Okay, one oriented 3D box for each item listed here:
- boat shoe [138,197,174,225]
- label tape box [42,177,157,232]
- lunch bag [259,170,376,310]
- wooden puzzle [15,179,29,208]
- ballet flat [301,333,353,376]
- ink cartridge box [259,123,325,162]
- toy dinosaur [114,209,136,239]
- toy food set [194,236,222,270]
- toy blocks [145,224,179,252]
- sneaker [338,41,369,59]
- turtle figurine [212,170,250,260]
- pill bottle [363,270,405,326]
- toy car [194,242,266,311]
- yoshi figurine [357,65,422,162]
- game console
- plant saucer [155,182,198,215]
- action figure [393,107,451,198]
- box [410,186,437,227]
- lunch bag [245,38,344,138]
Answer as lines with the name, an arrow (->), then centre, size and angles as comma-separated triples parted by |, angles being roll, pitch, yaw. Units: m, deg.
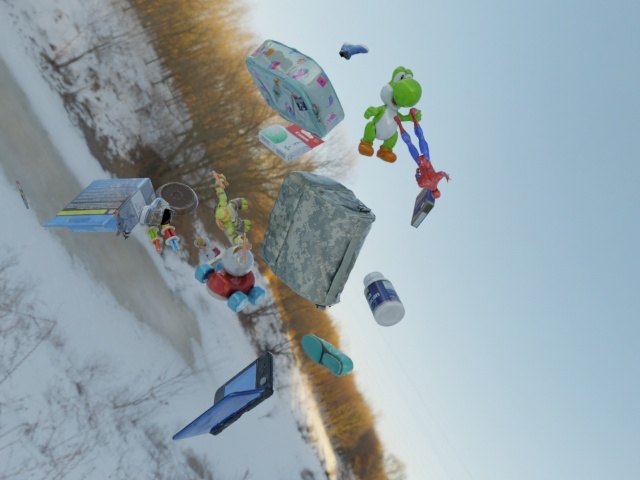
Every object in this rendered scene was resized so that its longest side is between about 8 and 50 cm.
boat shoe -> -0.459, -0.073, 1.373 | 0.183, 0.066, 0.066 | -92, -157, -73
label tape box -> -0.781, -0.102, 1.733 | 0.333, 0.241, 0.106 | -74, 160, -53
lunch bag -> 0.000, 0.000, 1.296 | 0.256, 0.212, 0.305 | 44, -62, 44
wooden puzzle -> -0.680, -0.104, 1.096 | 0.049, 0.006, 0.083 | 60, -28, 17
ballet flat -> 0.029, 0.403, 1.681 | 0.247, 0.087, 0.083 | 25, -80, 52
ink cartridge box -> -0.115, -0.431, 2.005 | 0.181, 0.225, 0.056 | 40, -34, 23
toy dinosaur -> -0.518, -0.040, 1.233 | 0.047, 0.090, 0.082 | -85, 158, -52
toy food set -> -0.553, 0.086, 2.354 | 0.232, 0.104, 0.111 | 52, 13, -27
toy blocks -> -0.597, -0.001, 1.825 | 0.054, 0.123, 0.148 | 18, 37, -61
sneaker -> 0.160, -0.921, 2.359 | 0.152, 0.084, 0.058 | 23, -12, 26
turtle figurine -> -0.266, -0.064, 1.420 | 0.217, 0.087, 0.269 | -10, 79, -85
pill bottle -> 0.185, 0.172, 1.455 | 0.169, 0.094, 0.094 | -111, 179, -53
toy car -> -0.300, 0.096, 1.762 | 0.219, 0.238, 0.210 | 36, 23, 22
yoshi figurine -> 0.282, -0.487, 1.866 | 0.203, 0.362, 0.203 | 27, 21, 23
game console -> -0.305, 0.487, 1.524 | 0.173, 0.293, 0.250 | 39, 24, -28
plant saucer -> -0.574, -0.174, 1.918 | 0.168, 0.168, 0.029 | 60, -35, 25
action figure -> 0.323, -0.259, 1.495 | 0.139, 0.091, 0.280 | -3, 73, -65
box -> 0.416, -0.168, 1.904 | 0.036, 0.225, 0.136 | 26, -45, -3
lunch bag -> -0.067, -0.397, 1.289 | 0.279, 0.108, 0.224 | 40, -12, 36
